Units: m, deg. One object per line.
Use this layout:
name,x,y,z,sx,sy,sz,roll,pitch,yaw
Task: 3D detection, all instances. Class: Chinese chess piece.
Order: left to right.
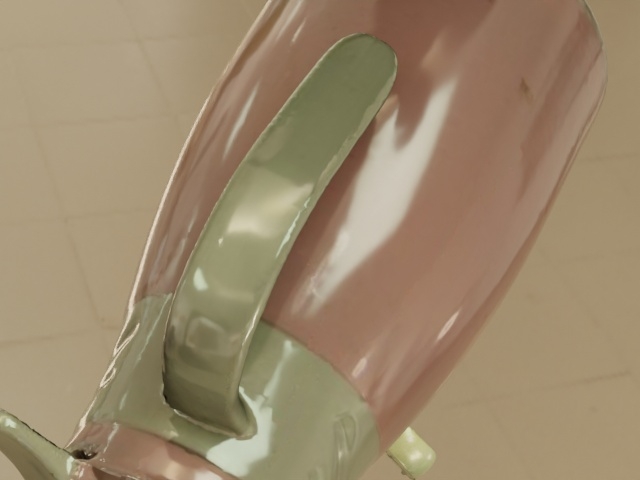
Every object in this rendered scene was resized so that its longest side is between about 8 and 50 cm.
Chinese chess piece,0.070,0.187,1.170,0.034,0.084,0.084,-44,58,-8

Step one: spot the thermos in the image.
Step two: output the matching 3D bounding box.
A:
thermos,0.000,0.000,0.455,0.146,0.176,0.265,21,54,12
